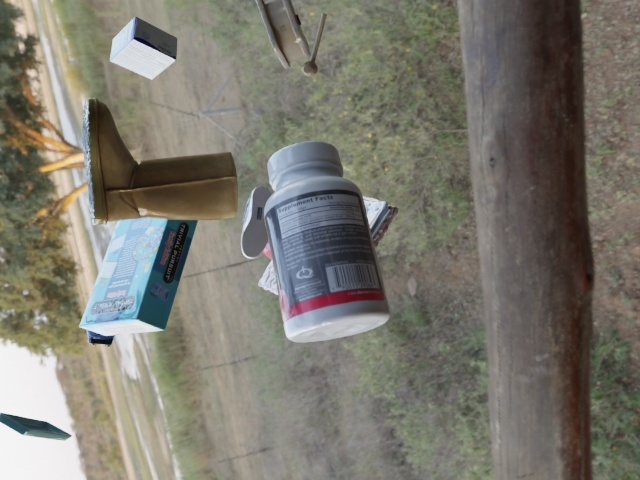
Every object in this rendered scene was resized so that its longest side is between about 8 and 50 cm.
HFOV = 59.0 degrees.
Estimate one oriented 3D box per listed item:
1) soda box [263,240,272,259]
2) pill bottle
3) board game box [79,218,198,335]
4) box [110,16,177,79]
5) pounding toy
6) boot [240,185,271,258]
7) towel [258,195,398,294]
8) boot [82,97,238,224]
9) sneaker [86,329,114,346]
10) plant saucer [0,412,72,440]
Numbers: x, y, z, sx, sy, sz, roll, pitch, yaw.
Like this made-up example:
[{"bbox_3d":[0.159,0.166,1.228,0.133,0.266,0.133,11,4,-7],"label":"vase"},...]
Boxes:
[{"bbox_3d":[-0.097,0.022,1.672,0.263,0.083,0.092,39,131,-10],"label":"soda box"},{"bbox_3d":[0.000,0.000,0.962,0.176,0.177,0.318,133,129,-60],"label":"pill bottle"},{"bbox_3d":[-0.420,0.049,1.338,0.254,0.079,0.335,-11,58,41],"label":"board game box"},{"bbox_3d":[-0.472,-0.511,1.513,0.137,0.126,0.072,-16,66,43],"label":"box"},{"bbox_3d":[-0.054,-0.542,1.441,0.154,0.155,0.269,-41,-68,-80],"label":"pounding toy"},{"bbox_3d":[-0.165,-0.039,1.434,0.086,0.069,0.189,145,138,-67],"label":"boot"},{"bbox_3d":[0.007,0.016,1.455,0.053,0.331,0.317,39,167,-36],"label":"towel"},{"bbox_3d":[-0.294,-0.146,1.055,0.089,0.270,0.235,32,124,55],"label":"boot"},{"bbox_3d":[-0.628,0.274,1.711,0.058,0.152,0.084,18,108,43],"label":"sneaker"},{"bbox_3d":[-0.547,0.362,1.089,0.067,0.018,0.192,24,159,9],"label":"plant saucer"}]
